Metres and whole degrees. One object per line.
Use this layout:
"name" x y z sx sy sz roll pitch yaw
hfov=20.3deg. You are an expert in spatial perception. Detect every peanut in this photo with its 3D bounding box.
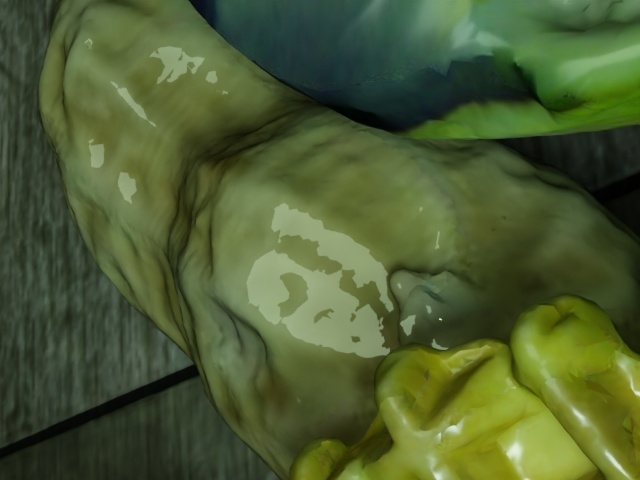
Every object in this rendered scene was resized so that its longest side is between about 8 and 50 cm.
"peanut" 0.000 0.000 0.621 0.325 0.153 0.140 42 102 38

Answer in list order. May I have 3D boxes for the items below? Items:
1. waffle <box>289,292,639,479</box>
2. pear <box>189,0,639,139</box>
"waffle" 0.110 0.105 0.451 0.219 0.057 0.229 -35 92 29
"pear" 0.121 -0.202 0.566 0.399 0.165 0.399 -19 62 39
